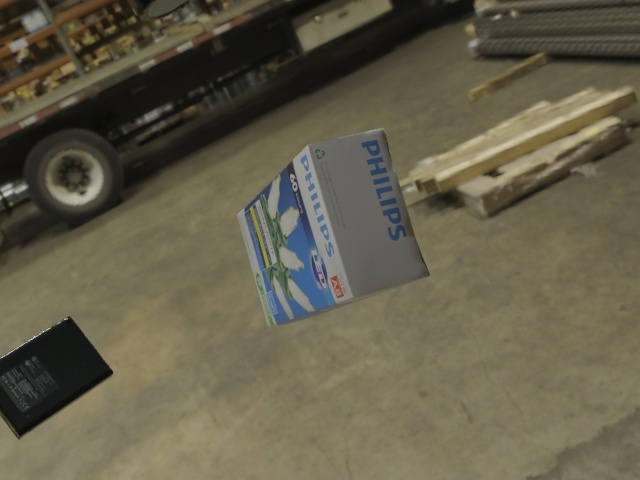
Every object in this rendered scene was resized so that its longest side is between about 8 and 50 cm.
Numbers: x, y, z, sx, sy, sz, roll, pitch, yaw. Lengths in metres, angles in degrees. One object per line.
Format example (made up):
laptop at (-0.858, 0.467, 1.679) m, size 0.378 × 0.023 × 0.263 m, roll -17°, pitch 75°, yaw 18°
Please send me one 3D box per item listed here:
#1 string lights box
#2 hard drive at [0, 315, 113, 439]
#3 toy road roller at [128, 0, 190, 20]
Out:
string lights box at (0.000, 0.000, 0.784) m, size 0.077 × 0.133 × 0.260 m, roll -14°, pitch -7°, yaw -20°
hard drive at (-0.334, 0.163, 0.998) m, size 0.135 × 0.094 × 0.022 m, roll -34°, pitch -10°, yaw -36°
toy road roller at (-0.129, -0.375, 0.783) m, size 0.329 × 0.202 × 0.240 m, roll -32°, pitch 4°, yaw 7°
